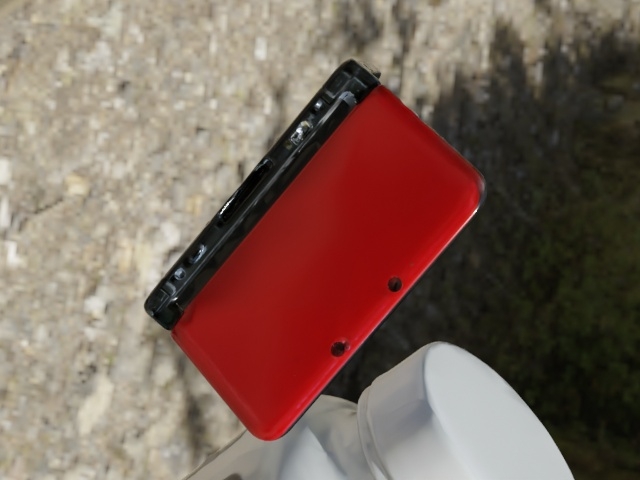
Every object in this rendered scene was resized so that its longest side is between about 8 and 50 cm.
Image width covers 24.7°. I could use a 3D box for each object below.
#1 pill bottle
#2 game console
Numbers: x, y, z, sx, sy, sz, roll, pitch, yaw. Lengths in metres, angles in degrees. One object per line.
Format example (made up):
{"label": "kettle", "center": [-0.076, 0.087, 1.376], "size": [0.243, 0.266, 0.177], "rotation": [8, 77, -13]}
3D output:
{"label": "pill bottle", "center": [-0.018, 0.197, 0.807], "size": [0.176, 0.318, 0.176], "rotation": [41, 23, -22]}
{"label": "game console", "center": [0.000, 0.000, 0.644], "size": [0.144, 0.085, 0.124], "rotation": [-49, 179, 9]}
